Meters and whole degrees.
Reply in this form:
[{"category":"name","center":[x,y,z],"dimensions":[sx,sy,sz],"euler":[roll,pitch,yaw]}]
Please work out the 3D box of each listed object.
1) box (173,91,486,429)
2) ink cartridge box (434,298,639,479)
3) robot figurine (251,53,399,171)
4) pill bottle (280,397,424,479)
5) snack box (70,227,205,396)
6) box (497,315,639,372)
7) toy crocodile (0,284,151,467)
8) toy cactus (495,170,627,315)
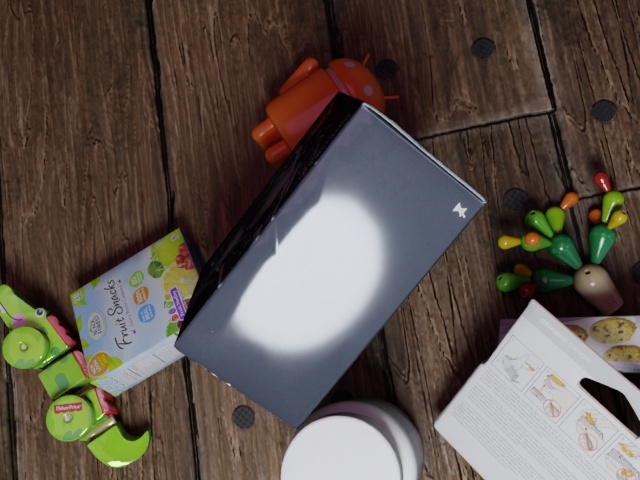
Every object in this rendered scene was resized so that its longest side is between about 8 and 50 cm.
[{"category":"box","center":[0.000,0.000,0.933],"dimensions":[0.179,0.312,0.343],"euler":[37,98,-12]},{"category":"ink cartridge box","center":[0.318,0.251,0.909],"dimensions":[0.296,0.066,0.261],"euler":[44,126,24]},{"category":"robot figurine","center":[0.004,-0.193,1.113],"dimensions":[0.219,0.128,0.158],"euler":[-33,33,3]},{"category":"pill bottle","center":[0.046,0.284,0.933],"dimensions":[0.160,0.283,0.160],"euler":[-2,79,10]},{"category":"snack box","center":[-0.262,0.107,1.108],"dimensions":[0.207,0.070,0.174],"euler":[-32,53,4]},{"category":"box","center":[0.386,0.133,0.933],"dimensions":[0.324,0.063,0.067],"euler":[-6,67,39]},{"category":"toy crocodile","center":[-0.387,0.204,1.119],"dimensions":[0.105,0.115,0.340],"euler":[-36,77,-9]},{"category":"toy cactus","center":[0.361,0.023,1.028],"dimensions":[0.219,0.112,0.180],"euler":[-38,85,-7]}]
